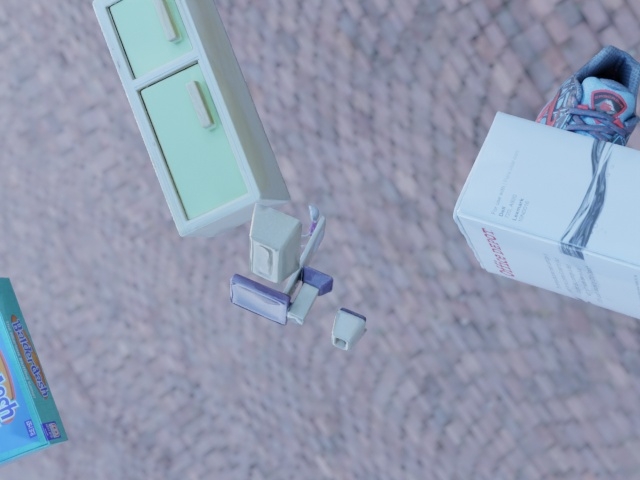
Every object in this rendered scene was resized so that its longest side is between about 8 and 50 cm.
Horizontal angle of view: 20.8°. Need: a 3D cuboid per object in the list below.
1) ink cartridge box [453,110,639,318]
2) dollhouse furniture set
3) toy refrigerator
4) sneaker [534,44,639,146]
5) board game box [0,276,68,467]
[{"bbox_3d":[0.228,-0.006,1.328,0.219,0.093,0.160,18,167,19],"label":"ink cartridge box"},{"bbox_3d":[0.000,0.000,1.112,0.091,0.081,0.114,23,153,10],"label":"dollhouse furniture set"},{"bbox_3d":[-0.137,-0.146,1.823,0.094,0.102,0.270,2,-114,-69],"label":"toy refrigerator"},{"bbox_3d":[0.244,-0.102,1.670,0.104,0.262,0.125,28,132,-1],"label":"sneaker"},{"bbox_3d":[-0.350,0.144,1.562,0.160,0.210,0.047,69,-166,7],"label":"board game box"}]
